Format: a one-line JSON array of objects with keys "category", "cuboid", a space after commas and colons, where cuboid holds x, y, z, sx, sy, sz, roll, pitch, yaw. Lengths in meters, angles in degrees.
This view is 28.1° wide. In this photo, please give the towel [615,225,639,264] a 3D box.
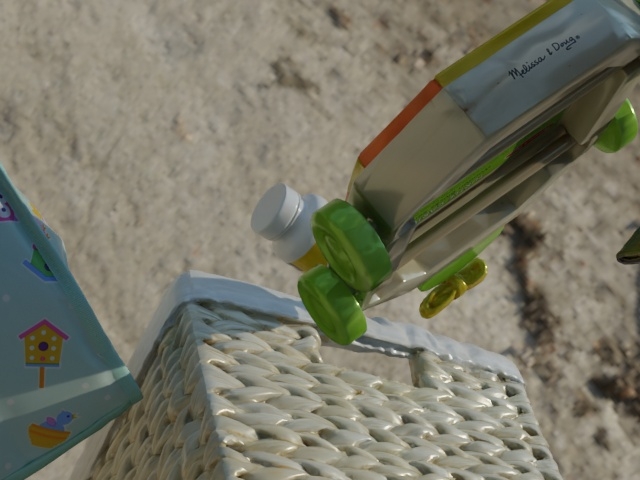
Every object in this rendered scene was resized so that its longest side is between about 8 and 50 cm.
[{"category": "towel", "cuboid": [0.216, -0.010, 0.760, 0.083, 0.060, 0.009, -40, 109, -44]}]

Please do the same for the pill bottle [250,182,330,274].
[{"category": "pill bottle", "cuboid": [0.000, 0.000, 1.087, 0.116, 0.065, 0.065, 33, 41, -26]}]

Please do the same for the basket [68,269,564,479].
[{"category": "basket", "cuboid": [-0.010, 0.248, 0.986, 0.328, 0.331, 0.266, 17, 25, -25]}]

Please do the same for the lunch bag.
[{"category": "lunch bag", "cuboid": [-0.276, 0.061, 0.893, 0.223, 0.160, 0.262, -31, 90, -13]}]

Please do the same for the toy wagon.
[{"category": "toy wagon", "cuboid": [0.102, -0.034, 0.857, 0.267, 0.344, 0.068, -34, 77, -16]}]
